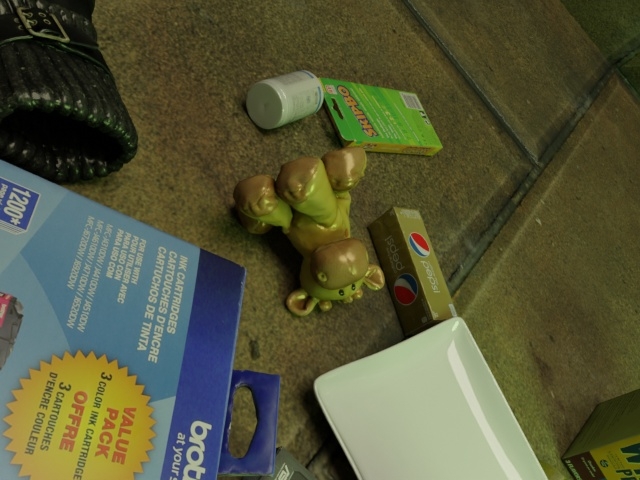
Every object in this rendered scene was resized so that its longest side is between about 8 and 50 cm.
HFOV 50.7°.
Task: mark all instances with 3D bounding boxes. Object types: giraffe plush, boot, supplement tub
[{"bbox_3d":[0.000,0.000,0.846,0.210,0.181,0.171,24,48,-78],"label":"giraffe plush"},{"bbox_3d":[-0.354,-0.200,0.658,0.348,0.131,0.260,4,60,-42],"label":"boot"},{"bbox_3d":[-0.051,-0.208,0.991,0.071,0.071,0.107,55,41,4],"label":"supplement tub"}]

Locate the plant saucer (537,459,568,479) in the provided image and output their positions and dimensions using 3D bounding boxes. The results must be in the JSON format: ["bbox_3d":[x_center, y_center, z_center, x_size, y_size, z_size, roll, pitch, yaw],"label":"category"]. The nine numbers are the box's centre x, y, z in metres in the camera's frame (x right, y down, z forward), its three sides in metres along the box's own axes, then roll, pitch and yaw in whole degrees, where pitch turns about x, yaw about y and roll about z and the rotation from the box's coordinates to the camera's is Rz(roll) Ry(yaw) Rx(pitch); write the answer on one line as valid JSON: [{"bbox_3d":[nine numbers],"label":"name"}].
[{"bbox_3d":[0.320,0.410,0.903,0.188,0.045,0.188,-14,72,-47],"label":"plant saucer"}]

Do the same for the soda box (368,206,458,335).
[{"bbox_3d":[0.133,0.044,0.983,0.058,0.061,0.181,5,59,-40],"label":"soda box"}]

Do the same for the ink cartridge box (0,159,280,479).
[{"bbox_3d":[-0.221,0.107,0.549,0.395,0.151,0.270,27,46,-28],"label":"ink cartridge box"}]

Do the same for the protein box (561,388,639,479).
[{"bbox_3d":[0.522,0.319,1.034,0.200,0.201,0.136,-23,78,-49],"label":"protein box"}]

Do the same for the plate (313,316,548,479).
[{"bbox_3d":[0.141,0.258,0.830,0.277,0.045,0.278,-15,73,-40],"label":"plate"}]

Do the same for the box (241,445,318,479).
[{"bbox_3d":[-0.037,0.338,0.617,0.183,0.056,0.231,46,41,-8],"label":"box"}]

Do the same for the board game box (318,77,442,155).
[{"bbox_3d":[0.100,-0.209,1.157,0.259,0.039,0.124,-2,63,-46],"label":"board game box"}]
